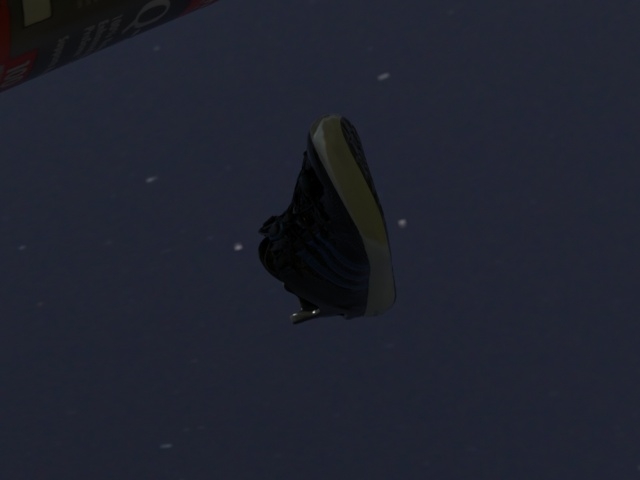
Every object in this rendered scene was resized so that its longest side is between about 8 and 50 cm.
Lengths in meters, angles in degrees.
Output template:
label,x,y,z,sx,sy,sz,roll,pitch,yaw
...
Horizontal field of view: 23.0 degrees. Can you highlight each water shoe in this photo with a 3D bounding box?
label,x,y,z,sx,sy,sz,roll,pitch,yaw
water shoe,0.000,0.000,0.978,0.080,0.203,0.073,-16,-122,0

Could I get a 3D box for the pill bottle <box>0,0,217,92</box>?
label,x,y,z,sx,sy,sz,roll,pitch,yaw
pill bottle,-0.165,-0.246,1.130,0.363,0.210,0.210,-28,-81,-33
